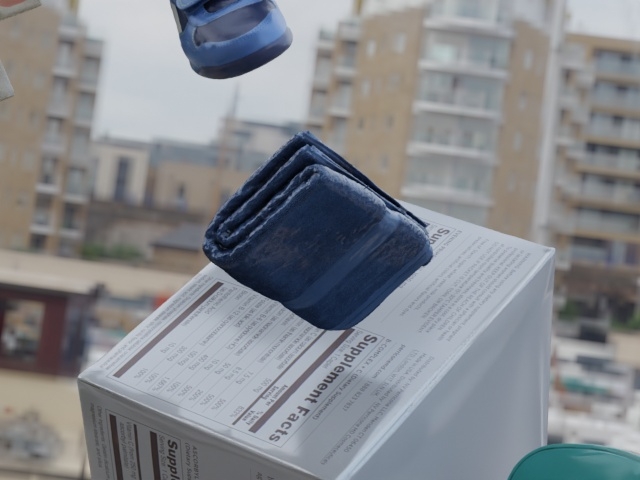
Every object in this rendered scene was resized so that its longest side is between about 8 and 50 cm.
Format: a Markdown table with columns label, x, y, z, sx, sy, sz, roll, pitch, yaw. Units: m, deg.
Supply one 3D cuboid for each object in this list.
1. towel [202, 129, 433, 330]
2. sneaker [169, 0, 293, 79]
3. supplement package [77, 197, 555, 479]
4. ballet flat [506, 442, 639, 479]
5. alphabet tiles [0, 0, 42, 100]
| label | x | y | z | sx | sy | sz | roll | pitch | yaw |
| --- | --- | --- | --- | --- | --- | --- | --- | --- | --- |
| towel | 0.000 | 0.000 | 0.795 | 0.029 | 0.067 | 0.119 | 52 | 9 | 29 |
| sneaker | -0.056 | -0.129 | 0.955 | 0.053 | 0.059 | 0.144 | -24 | 36 | -5 |
| supplement package | 0.008 | 0.138 | 0.956 | 0.145 | 0.262 | 0.204 | 19 | 40 | 27 |
| ballet flat | 0.170 | 0.150 | 0.799 | 0.232 | 0.080 | 0.073 | 19 | -22 | 51 |
| alphabet tiles | -0.359 | -0.237 | 1.390 | 0.285 | 0.343 | 0.011 | -28 | 9 | -40 |
